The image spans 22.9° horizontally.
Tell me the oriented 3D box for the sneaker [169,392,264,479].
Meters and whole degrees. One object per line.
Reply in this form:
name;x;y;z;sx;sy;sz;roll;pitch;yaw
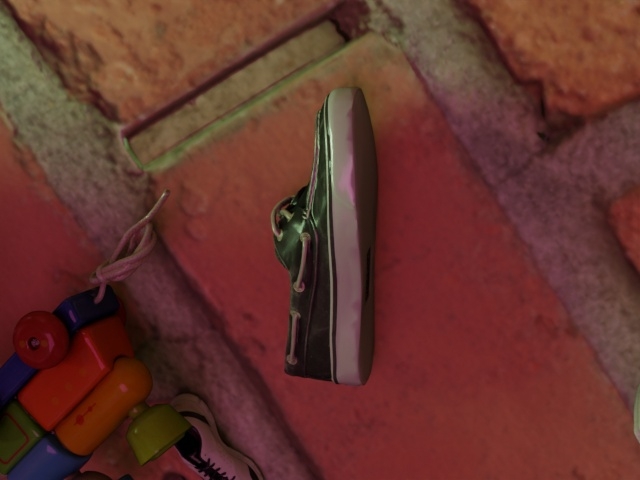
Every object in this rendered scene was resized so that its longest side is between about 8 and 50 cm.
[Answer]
sneaker;-0.083;0.168;1.191;0.040;0.044;0.109;-37;98;20

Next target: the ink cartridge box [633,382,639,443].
ink cartridge box;0.340;0.119;1.043;0.218;0.092;0.158;-34;97;23

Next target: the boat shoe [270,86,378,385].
boat shoe;0.000;0.000;1.097;0.070;0.078;0.219;5;110;11

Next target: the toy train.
toy train;-0.145;0.098;1.138;0.248;0.105;0.143;-45;82;22
